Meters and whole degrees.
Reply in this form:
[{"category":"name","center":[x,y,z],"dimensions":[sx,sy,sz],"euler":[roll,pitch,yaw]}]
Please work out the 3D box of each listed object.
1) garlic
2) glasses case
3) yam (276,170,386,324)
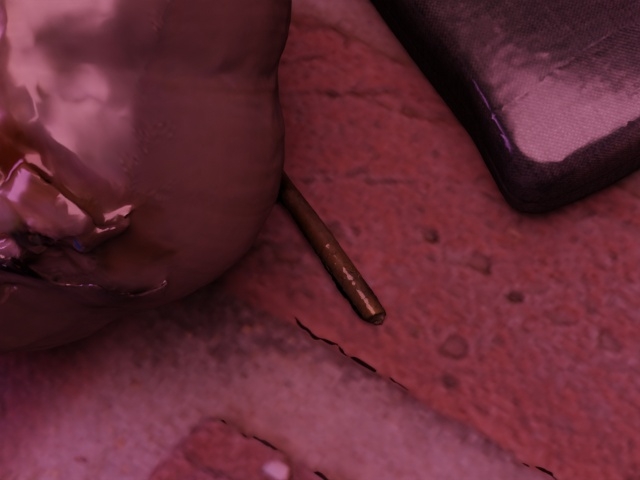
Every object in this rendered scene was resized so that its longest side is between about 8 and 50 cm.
[{"category":"garlic","center":[-0.160,-0.098,0.859],"dimensions":[0.322,0.241,0.322],"euler":[0,81,-3]},{"category":"glasses case","center":[0.077,-0.169,0.949],"dimensions":[0.131,0.074,0.323],"euler":[-30,69,-7]},{"category":"yam","center":[0.000,0.000,0.924],"dimensions":[0.014,0.014,0.107],"euler":[-33,69,-7]}]
